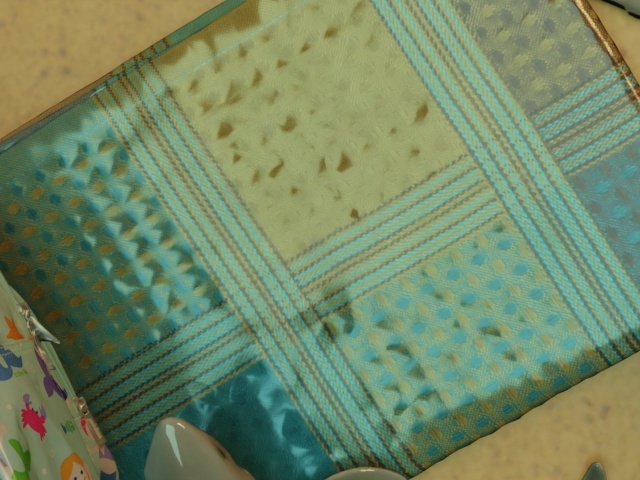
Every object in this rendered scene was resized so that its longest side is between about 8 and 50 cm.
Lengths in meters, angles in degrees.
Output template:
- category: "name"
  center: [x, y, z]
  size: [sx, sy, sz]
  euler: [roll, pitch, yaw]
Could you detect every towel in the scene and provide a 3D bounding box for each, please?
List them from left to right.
- category: "towel"
  center: [0.000, 0.000, 0.877]
  size: [0.370, 0.040, 0.271]
  euler: [-31, 92, 12]

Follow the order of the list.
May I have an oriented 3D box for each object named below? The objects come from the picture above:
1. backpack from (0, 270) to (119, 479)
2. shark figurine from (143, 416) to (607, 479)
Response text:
- category: "backpack"
  center: [-0.235, 0.096, 0.820]
  size: [0.225, 0.191, 0.254]
  euler: [-28, 94, 16]
- category: "shark figurine"
  center: [0.031, 0.193, 0.849]
  size: [0.278, 0.116, 0.166]
  euler: [13, 125, -14]
